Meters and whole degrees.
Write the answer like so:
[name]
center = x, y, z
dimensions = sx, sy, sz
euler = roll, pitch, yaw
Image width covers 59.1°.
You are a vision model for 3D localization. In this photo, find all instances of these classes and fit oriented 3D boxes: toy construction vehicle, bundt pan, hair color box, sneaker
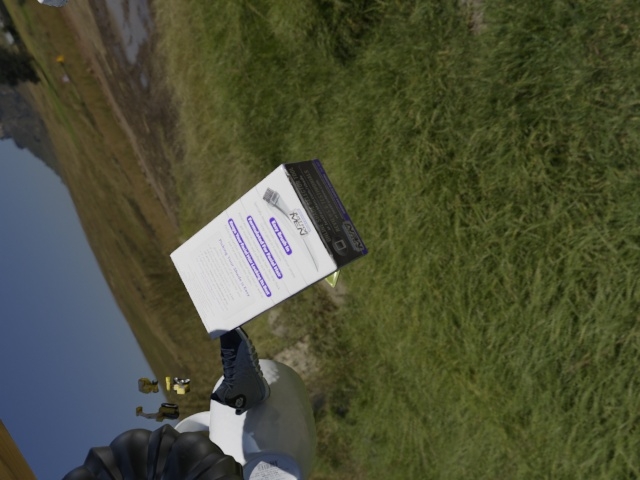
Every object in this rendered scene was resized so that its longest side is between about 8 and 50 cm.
[toy construction vehicle]
center = -0.295, 0.296, 1.052
dimensions = 0.035, 0.098, 0.086
euler = -79, -3, -71
[bundt pan]
center = -0.243, 0.412, 0.796
dimensions = 0.331, 0.330, 0.124
euler = 53, 154, 28
[hair color box]
center = -0.102, 0.024, 0.990
dimensions = 0.339, 0.110, 0.185
euler = -32, 83, 38
[sneaker]
center = -0.209, 0.305, 1.305
dimensions = 0.086, 0.132, 0.229
euler = -6, 111, 50

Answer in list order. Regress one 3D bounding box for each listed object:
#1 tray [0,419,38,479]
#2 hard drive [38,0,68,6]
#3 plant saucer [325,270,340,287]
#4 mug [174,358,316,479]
[tray]
center = -0.596, 0.279, 0.911
dimensions = 0.411, 0.076, 0.203
euler = 52, 161, 12
[hard drive]
center = -0.235, -0.419, 0.562
dimensions = 0.307, 0.040, 0.203
euler = -31, 86, 30
[plant saucer]
center = 0.000, 0.000, 1.394
dimensions = 0.188, 0.045, 0.188
euler = 46, 153, 18
[mug]
center = -0.192, 0.503, 1.436
dimensions = 0.328, 0.374, 0.276
euler = -120, 31, -71
